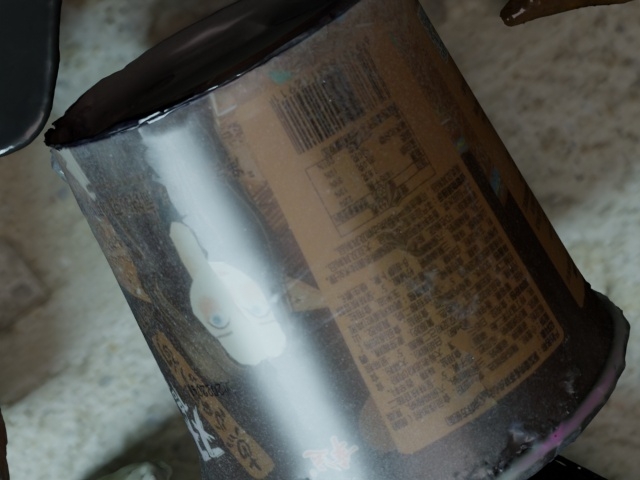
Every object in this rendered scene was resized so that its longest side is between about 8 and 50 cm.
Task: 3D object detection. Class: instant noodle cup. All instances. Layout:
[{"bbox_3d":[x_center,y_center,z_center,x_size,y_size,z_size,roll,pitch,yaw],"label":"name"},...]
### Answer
[{"bbox_3d":[0.000,0.000,0.640,0.217,0.217,0.207,-27,108,1],"label":"instant noodle cup"}]

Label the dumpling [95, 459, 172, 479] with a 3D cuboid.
[{"bbox_3d":[-0.097,0.190,0.744,0.118,0.136,0.199,-9,142,-44],"label":"dumpling"}]

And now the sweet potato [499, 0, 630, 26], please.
[{"bbox_3d":[0.183,-0.159,0.686,0.218,0.051,0.065,-22,117,-1],"label":"sweet potato"}]

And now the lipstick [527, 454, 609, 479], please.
[{"bbox_3d":[0.189,0.192,0.791,0.418,0.077,0.077,29,104,-11],"label":"lipstick"}]

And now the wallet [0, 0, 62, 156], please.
[{"bbox_3d":[-0.296,-0.129,0.589,0.378,0.051,0.197,2,93,-10],"label":"wallet"}]

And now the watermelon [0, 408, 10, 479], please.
[{"bbox_3d":[-0.265,0.100,0.666,0.226,0.148,0.318,28,106,-28],"label":"watermelon"}]
